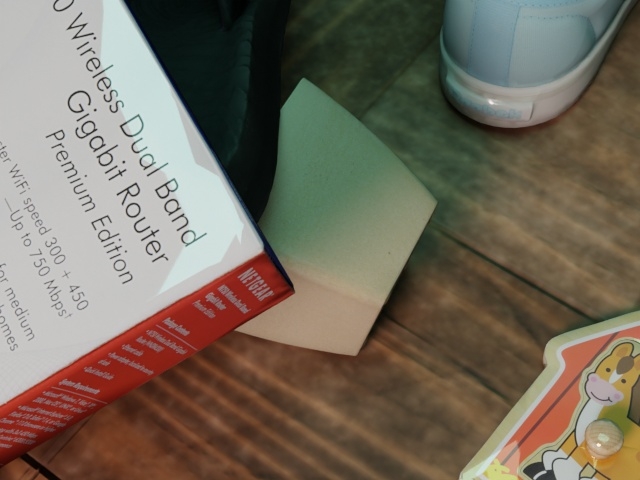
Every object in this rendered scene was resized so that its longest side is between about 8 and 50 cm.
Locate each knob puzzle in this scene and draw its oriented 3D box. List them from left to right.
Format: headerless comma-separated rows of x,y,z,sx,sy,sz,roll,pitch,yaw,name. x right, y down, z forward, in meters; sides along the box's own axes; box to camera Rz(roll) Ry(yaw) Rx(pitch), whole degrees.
0.197,0.105,0.580,0.213,0.030,0.213,0,56,1,knob puzzle

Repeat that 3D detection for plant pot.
0.000,0.000,0.614,0.096,0.109,0.109,29,60,4,plant pot

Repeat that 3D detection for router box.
-0.223,-0.049,0.471,0.301,0.082,0.335,-31,75,-1,router box

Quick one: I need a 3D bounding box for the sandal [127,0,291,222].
-0.098,-0.156,0.645,0.167,0.107,0.446,-23,39,13,sandal

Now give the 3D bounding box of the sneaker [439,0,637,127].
0.186,-0.244,0.741,0.135,0.150,0.366,18,58,12,sneaker
